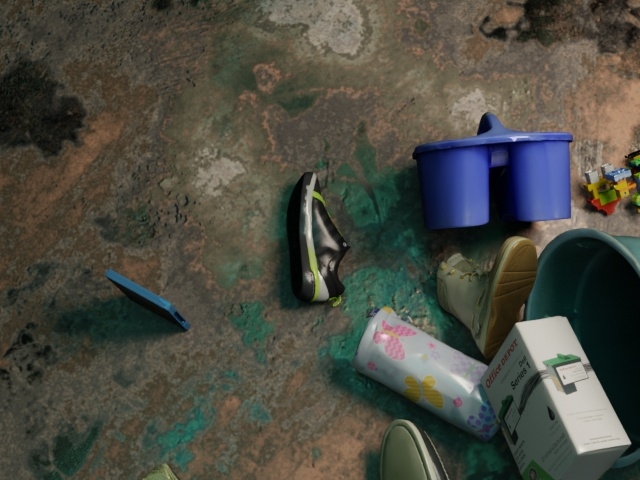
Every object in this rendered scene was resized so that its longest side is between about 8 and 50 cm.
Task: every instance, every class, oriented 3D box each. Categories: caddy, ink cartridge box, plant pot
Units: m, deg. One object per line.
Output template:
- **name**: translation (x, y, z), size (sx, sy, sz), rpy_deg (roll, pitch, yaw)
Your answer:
- **caddy**: translation (0.270, -0.113, 1.682), size (0.241, 0.341, 0.179), rpy_deg (-4, 90, 2)
- **ink cartridge box**: translation (0.330, 0.242, 1.524), size (0.092, 0.160, 0.219), rpy_deg (-5, 51, -22)
- **plant pot**: translation (0.534, 0.140, 1.565), size (0.334, 0.341, 0.341), rpy_deg (-4, 72, -21)

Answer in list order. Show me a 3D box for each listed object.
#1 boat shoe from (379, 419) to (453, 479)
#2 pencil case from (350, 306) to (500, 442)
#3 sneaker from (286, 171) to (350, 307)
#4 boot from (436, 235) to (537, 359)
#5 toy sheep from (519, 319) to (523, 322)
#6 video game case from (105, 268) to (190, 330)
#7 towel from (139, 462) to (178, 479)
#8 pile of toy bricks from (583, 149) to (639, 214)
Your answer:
- **boat shoe**: translation (0.191, 0.438, 1.635), size (0.113, 0.127, 0.340), rpy_deg (-3, 66, -38)
- **pencil case**: translation (0.183, 0.212, 1.697), size (0.273, 0.113, 0.124), rpy_deg (29, 34, 13)
- **sneaker**: translation (0.000, 0.000, 1.804), size (0.097, 0.084, 0.235), rpy_deg (4, 74, -19)
- **boot**: translation (0.256, 0.059, 1.674), size (0.077, 0.213, 0.165), rpy_deg (-7, 33, -26)
- **toy sheep**: translation (0.347, 0.166, 1.714), size (0.132, 0.091, 0.091), rpy_deg (2, 74, 0)
- **video game case**: translation (-0.280, 0.099, 1.735), size (0.119, 0.166, 0.015), rpy_deg (27, 77, 11)
- **towel**: translation (-0.283, 0.441, 1.708), size (0.148, 0.027, 0.110), rpy_deg (-32, 75, -6)
- **pile of toy bricks**: translation (0.560, -0.093, 1.773), size (0.212, 0.118, 0.105), rpy_deg (-21, 105, -11)
